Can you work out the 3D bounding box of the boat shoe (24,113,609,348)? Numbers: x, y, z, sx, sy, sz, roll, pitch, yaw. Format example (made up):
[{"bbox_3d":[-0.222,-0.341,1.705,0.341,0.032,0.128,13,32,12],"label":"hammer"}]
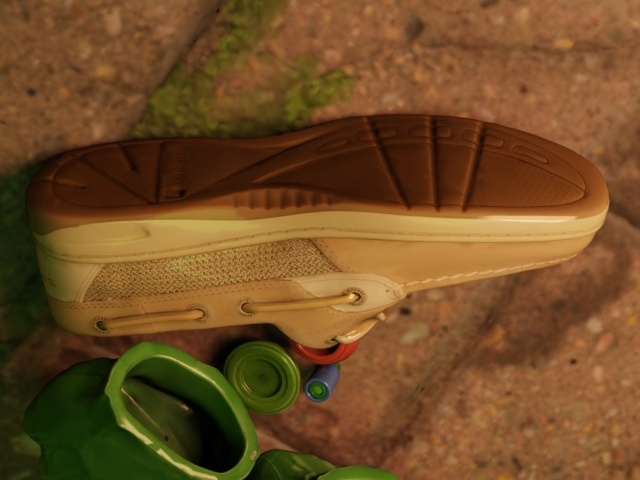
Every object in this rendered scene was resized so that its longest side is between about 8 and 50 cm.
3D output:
[{"bbox_3d":[0.000,0.000,1.155,0.341,0.121,0.110,-1,121,8],"label":"boat shoe"}]

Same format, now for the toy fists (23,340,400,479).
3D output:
[{"bbox_3d":[-0.056,0.160,1.216,0.279,0.096,0.142,32,140,-19],"label":"toy fists"}]

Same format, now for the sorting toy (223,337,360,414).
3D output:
[{"bbox_3d":[-0.011,0.070,1.229,0.102,0.042,0.061,-37,98,26],"label":"sorting toy"}]
